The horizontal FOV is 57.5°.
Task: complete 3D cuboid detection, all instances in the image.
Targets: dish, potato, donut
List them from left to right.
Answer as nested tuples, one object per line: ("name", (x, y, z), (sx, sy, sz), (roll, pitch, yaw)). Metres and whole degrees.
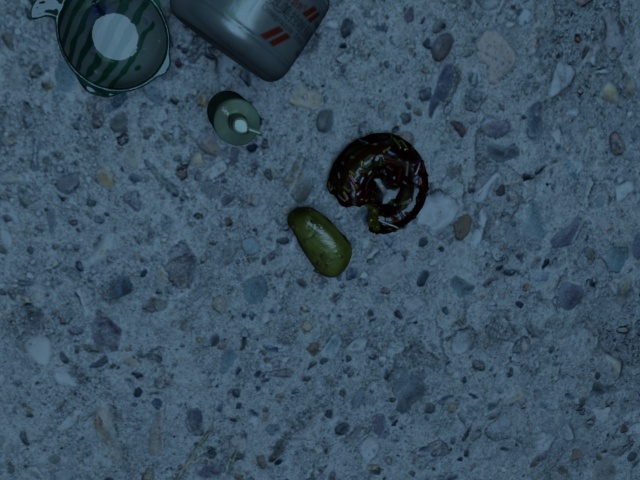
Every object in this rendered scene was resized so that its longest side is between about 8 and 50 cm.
("dish", (-0.395, -0.385, 1.083), (0.246, 0.078, 0.224), (27, 100, -20))
("potato", (0.000, 0.000, 1.300), (0.105, 0.085, 0.188), (-32, 110, 22))
("donut", (0.141, -0.122, 1.283), (0.216, 0.096, 0.230), (-37, 111, 1))

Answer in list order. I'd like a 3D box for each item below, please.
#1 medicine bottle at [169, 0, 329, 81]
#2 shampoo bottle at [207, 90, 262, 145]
("medicine bottle", (-0.093, -0.470, 1.036), (0.245, 0.245, 0.306), (32, 98, -20))
("shampoo bottle", (-0.163, -0.229, 1.088), (0.085, 0.262, 0.085), (-4, 108, -12))
